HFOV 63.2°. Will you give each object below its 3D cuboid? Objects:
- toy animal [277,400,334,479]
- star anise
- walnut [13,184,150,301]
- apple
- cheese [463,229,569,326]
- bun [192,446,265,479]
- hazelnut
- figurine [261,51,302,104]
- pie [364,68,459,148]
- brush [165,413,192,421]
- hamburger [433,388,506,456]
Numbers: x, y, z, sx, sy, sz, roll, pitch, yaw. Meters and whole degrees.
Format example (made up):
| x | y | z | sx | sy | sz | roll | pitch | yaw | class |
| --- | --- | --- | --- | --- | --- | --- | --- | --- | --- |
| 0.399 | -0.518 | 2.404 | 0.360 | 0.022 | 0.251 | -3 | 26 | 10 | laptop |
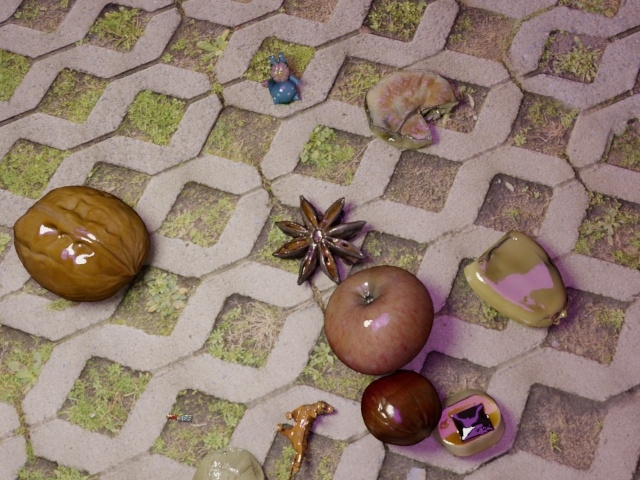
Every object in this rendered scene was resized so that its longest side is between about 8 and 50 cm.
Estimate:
| x | y | z | sx | sy | sz | roll | pitch | yaw | class |
| --- | --- | --- | --- | --- | --- | --- | --- | --- | --- |
| -0.063 | 0.592 | 1.544 | 0.114 | 0.116 | 0.255 | 14 | 78 | 31 | toy animal |
| 0.000 | 0.002 | 1.705 | 0.332 | 0.117 | 0.331 | -3 | 75 | 10 | star anise |
| -0.738 | 0.008 | 1.627 | 0.398 | 0.308 | 0.354 | 25 | 76 | 11 | walnut |
| 0.170 | 0.220 | 1.529 | 0.345 | 0.269 | 0.344 | -4 | 58 | 6 | apple |
| 0.640 | 0.134 | 1.639 | 0.259 | 0.128 | 0.316 | -44 | 70 | -3 | cheese |
| -0.272 | 0.708 | 1.484 | 0.221 | 0.134 | 0.220 | -1 | 77 | 4 | bun |
| 0.239 | 0.484 | 1.495 | 0.230 | 0.229 | 0.229 | -1 | 73 | 2 | hazelnut |
| -0.148 | -0.587 | 1.888 | 0.114 | 0.178 | 0.144 | -24 | 32 | -23 | figurine |
| 0.317 | -0.485 | 1.866 | 0.338 | 0.075 | 0.337 | -2 | 71 | 7 | pie |
| -0.438 | 0.545 | 1.600 | 0.083 | 0.021 | 0.018 | 4 | 76 | 4 | brush |
| 0.434 | 0.537 | 1.527 | 0.210 | 0.116 | 0.173 | -28 | 66 | -2 | hamburger |
